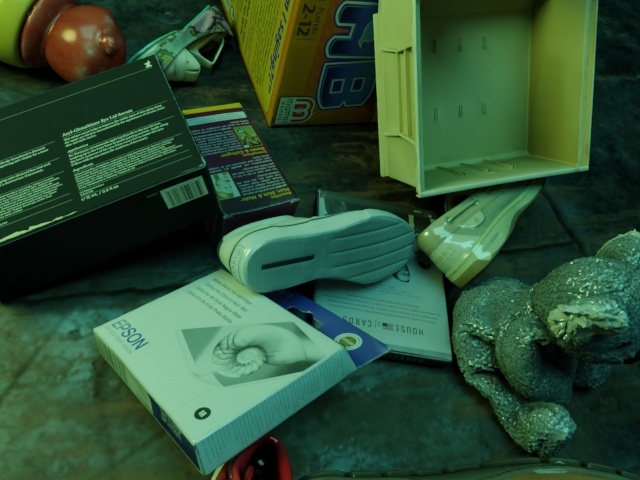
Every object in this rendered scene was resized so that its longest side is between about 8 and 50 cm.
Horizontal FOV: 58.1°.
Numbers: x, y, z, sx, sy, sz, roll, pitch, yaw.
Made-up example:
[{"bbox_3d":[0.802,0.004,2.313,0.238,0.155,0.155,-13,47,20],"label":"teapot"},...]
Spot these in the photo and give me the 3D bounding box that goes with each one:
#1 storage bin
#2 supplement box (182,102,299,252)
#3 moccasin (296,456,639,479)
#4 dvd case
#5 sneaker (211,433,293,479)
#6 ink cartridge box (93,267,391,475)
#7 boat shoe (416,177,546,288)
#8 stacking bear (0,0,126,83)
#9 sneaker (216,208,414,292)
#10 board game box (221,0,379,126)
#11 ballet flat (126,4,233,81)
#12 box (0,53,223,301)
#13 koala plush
[{"bbox_3d":[0.217,-0.213,0.768,0.262,0.260,0.123,-10,18,-17],"label":"storage bin"},{"bbox_3d":[-0.120,-0.086,0.760,0.104,0.081,0.188,-16,59,-27],"label":"supplement box"},{"bbox_3d":[0.154,0.283,0.531,0.380,0.139,0.147,4,59,-18],"label":"moccasin"},{"bbox_3d":[0.076,0.043,0.759,0.179,0.029,0.238,11,52,-10],"label":"dvd case"},{"bbox_3d":[-0.086,0.261,0.474,0.087,0.128,0.221,18,50,-4],"label":"sneaker"},{"bbox_3d":[-0.082,0.100,0.588,0.224,0.045,0.223,-26,34,-33],"label":"ink cartridge box"},{"bbox_3d":[0.231,-0.051,0.817,0.098,0.109,0.302,40,47,8],"label":"boat shoe"},{"bbox_3d":[-0.408,-0.315,0.802,0.289,0.175,0.164,28,53,-6],"label":"stacking bear"},{"bbox_3d":[0.000,0.000,0.691,0.258,0.094,0.091,-3,21,-36],"label":"sneaker"},{"bbox_3d":[0.068,-0.438,0.912,0.356,0.356,0.356,-7,57,-22],"label":"board game box"},{"bbox_3d":[-0.207,-0.297,0.908,0.079,0.077,0.221,43,50,-9],"label":"ballet flat"},{"bbox_3d":[-0.268,-0.074,0.644,0.261,0.103,0.184,-23,64,-10],"label":"box"},{"bbox_3d":[0.275,0.092,0.651,0.203,0.221,0.196,46,53,13],"label":"koala plush"}]
